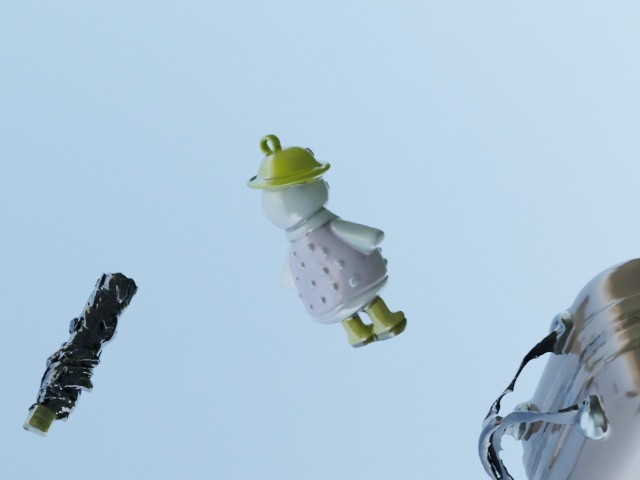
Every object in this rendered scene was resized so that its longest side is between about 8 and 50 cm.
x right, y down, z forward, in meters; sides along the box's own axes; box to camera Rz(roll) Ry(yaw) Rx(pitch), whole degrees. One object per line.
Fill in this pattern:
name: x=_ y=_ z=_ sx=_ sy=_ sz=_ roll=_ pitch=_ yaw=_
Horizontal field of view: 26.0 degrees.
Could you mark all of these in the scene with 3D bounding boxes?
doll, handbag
doll: x=0.000 y=0.000 z=1.212 sx=0.081 sy=0.129 sz=0.207 roll=-33 pitch=-84 yaw=-48
handbag: x=0.265 y=0.143 z=1.148 sx=0.283 sy=0.302 sz=0.149 roll=-4 pitch=-128 yaw=-12

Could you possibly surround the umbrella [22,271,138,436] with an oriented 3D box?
umbrella: x=-0.187 y=0.089 z=1.083 sx=0.040 sy=0.037 sz=0.144 roll=17 pitch=-118 yaw=18
